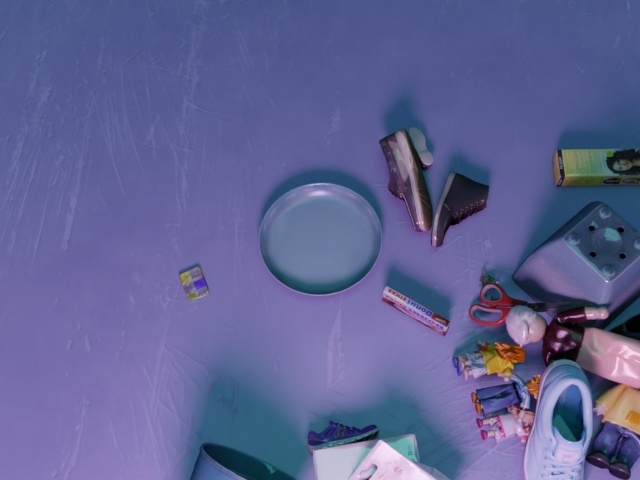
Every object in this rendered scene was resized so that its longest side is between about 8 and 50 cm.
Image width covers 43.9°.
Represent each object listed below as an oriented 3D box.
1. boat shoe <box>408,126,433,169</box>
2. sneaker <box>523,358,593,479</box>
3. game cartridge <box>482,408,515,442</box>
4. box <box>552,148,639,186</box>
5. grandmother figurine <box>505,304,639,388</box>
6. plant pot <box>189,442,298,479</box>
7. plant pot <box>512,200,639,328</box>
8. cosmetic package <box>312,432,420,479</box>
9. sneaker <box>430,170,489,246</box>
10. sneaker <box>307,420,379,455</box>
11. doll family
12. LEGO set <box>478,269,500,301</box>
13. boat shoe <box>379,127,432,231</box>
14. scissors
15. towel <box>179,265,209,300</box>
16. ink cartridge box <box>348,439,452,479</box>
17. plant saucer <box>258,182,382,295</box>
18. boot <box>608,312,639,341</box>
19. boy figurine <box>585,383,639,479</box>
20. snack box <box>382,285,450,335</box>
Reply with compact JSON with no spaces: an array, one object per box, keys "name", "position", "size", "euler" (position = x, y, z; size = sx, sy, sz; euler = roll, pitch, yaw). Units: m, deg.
[{"name":"boat shoe","position":[0.267,-0.248,2.147],"size":[0.046,0.038,0.125],"euler":[-13,65,-24]},{"name":"sneaker","position":[0.509,0.445,1.700],"size":[0.135,0.150,0.366],"euler":[1,93,10]},{"name":"game cartridge","position":[0.417,0.422,1.848],"size":[0.056,0.017,0.083],"euler":[-18,66,-9]},{"name":"box","position":[0.734,-0.192,2.086],"size":[0.232,0.058,0.087],"euler":[-2,66,3]},{"name":"grandmother figurine","position":[0.582,0.238,1.790],"size":[0.342,0.104,0.208],"euler":[21,93,15]},{"name":"plant pot","position":[-0.183,0.605,1.678],"size":[0.271,0.271,0.255],"euler":[23,84,13]},{"name":"plant pot","position":[0.641,0.053,1.874],"size":[0.247,0.252,0.248],"euler":[-38,69,-13]},{"name":"cosmetic package","position":[0.101,0.498,1.776],"size":[0.231,0.117,0.085],"euler":[-8,65,-2]},{"name":"sneaker","position":[0.359,-0.073,2.037],"size":[0.118,0.083,0.222],"euler":[17,67,10]},{"name":"sneaker","position":[0.051,0.445,1.830],"size":[0.170,0.068,0.071],"euler":[-11,60,-1]},{"name":"doll family","position":[0.420,0.326,1.822],"size":[0.163,0.118,0.263],"euler":[-14,59,-6]},{"name":"LEGO set","position":[0.420,0.115,1.987],"size":[0.054,0.023,0.083],"euler":[4,79,7]},{"name":"boat shoe","position":[0.221,-0.151,2.078],"size":[0.092,0.103,0.285],"euler":[-18,76,21]},{"name":"scissors","position":[0.486,0.168,1.870],"size":[0.297,0.021,0.109],"euler":[10,71,42]},{"name":"towel","position":[-0.323,0.110,2.031],"size":[0.060,0.009,0.083],"euler":[-21,66,-7]},{"name":"ink cartridge box","position":[0.172,0.550,1.713],"size":[0.224,0.056,0.181],"euler":[36,103,4]},{"name":"plant saucer","position":[0.000,0.000,2.046],"size":[0.317,0.044,0.318],"euler":[-1,65,2]},{"name":"boot","position":[0.792,0.211,1.873],"size":[0.219,0.106,0.082],"euler":[-12,66,-2]},{"name":"boy figurine","position":[0.713,0.397,1.803],"size":[0.177,0.092,0.285],"euler":[28,72,18]},{"name":"snack box","position":[0.232,0.172,1.943],"size":[0.178,0.064,0.022],"euler":[29,69,15]}]
